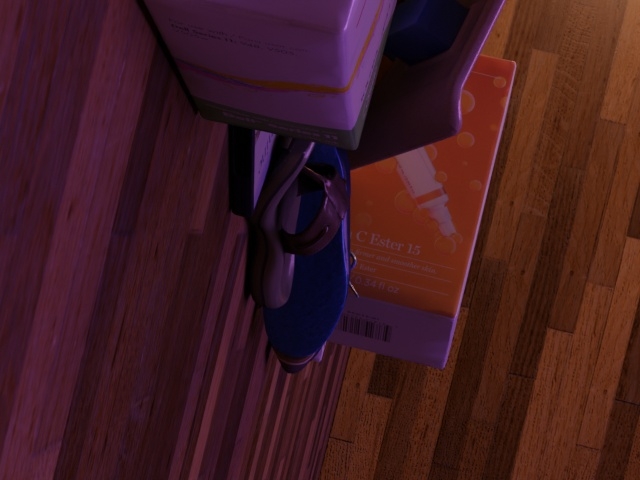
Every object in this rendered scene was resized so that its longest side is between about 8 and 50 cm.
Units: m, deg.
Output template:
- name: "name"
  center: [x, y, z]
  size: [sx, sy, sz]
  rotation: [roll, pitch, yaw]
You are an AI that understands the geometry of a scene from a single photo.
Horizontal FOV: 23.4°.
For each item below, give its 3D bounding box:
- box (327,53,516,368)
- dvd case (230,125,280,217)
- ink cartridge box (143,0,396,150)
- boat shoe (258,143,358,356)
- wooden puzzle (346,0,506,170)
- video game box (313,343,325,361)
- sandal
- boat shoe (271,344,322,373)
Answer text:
- name: "box"
  center: [0.089, -0.053, 1.842]
  size: [0.168, 0.215, 0.345]
  rotation: [92, 13, -65]
- name: "dvd case"
  center: [-0.040, -0.156, 1.258]
  size: [0.253, 0.022, 0.180]
  rotation: [95, 9, -59]
- name: "ink cartridge box"
  center: [-0.012, -0.196, 0.909]
  size: [0.353, 0.119, 0.207]
  rotation: [72, 33, -81]
- name: "boat shoe"
  center: [0.000, 0.000, 1.648]
  size: [0.089, 0.109, 0.258]
  rotation: [-73, 177, -65]
- name: "wooden puzzle"
  center: [0.109, -0.258, 1.652]
  size: [0.322, 0.080, 0.348]
  rotation: [-13, -128, 65]
- name: "video game box"
  center: [0.009, 0.037, 2.157]
  size: [0.187, 0.048, 0.205]
  rotation: [99, 6, -55]
- name: "sandal"
  center: [-0.015, -0.033, 1.476]
  size: [0.303, 0.086, 0.120]
  rotation: [96, 10, -60]
- name: "boat shoe"
  center: [-0.007, 0.064, 1.926]
  size: [0.073, 0.080, 0.223]
  rotation: [106, 6, -61]
